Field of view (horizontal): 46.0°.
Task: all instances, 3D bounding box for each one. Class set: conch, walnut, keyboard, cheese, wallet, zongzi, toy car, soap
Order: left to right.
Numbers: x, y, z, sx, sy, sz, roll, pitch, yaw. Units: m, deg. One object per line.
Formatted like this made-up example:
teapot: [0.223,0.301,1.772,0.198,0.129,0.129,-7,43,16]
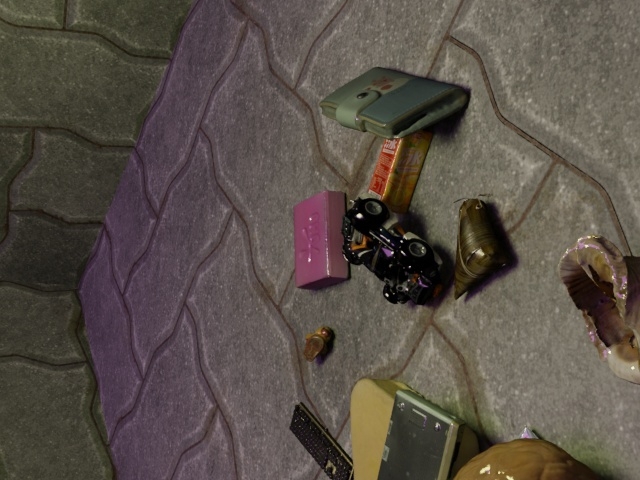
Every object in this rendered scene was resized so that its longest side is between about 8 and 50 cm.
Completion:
soap: [-0.002,0.000,2.169,0.181,0.081,0.259,-21,67,53]
keyboard: [0.000,0.571,2.108,0.317,0.027,0.106,36,114,53]
wallet: [0.161,-0.349,1.879,0.360,0.252,0.083,32,146,54]
toy car: [0.171,0.031,1.826,0.301,0.118,0.193,42,141,21]
cheese: [0.180,0.479,1.792,0.384,0.104,0.383,-16,71,54]
zongzi: [0.328,0.013,1.696,0.184,0.084,0.187,124,146,-48]
walnut: [0.370,0.508,1.366,0.313,0.252,0.277,-39,69,23]
conch: [0.544,0.118,1.257,0.324,0.186,0.263,61,151,6]

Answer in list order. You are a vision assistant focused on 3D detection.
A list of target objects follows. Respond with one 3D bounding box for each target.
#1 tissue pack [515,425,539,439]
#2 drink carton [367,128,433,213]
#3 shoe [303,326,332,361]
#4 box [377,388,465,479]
tissue pack: [0.403,0.478,1.533,0.193,0.026,0.122,-60,41,30]
drink carton: [0.197,-0.183,1.901,0.071,0.096,0.222,37,115,52]
shoe: [-0.011,0.289,2.140,0.072,0.069,0.109,20,117,18]
box: [0.205,0.479,1.627,0.211,0.045,0.270,23,104,52]
